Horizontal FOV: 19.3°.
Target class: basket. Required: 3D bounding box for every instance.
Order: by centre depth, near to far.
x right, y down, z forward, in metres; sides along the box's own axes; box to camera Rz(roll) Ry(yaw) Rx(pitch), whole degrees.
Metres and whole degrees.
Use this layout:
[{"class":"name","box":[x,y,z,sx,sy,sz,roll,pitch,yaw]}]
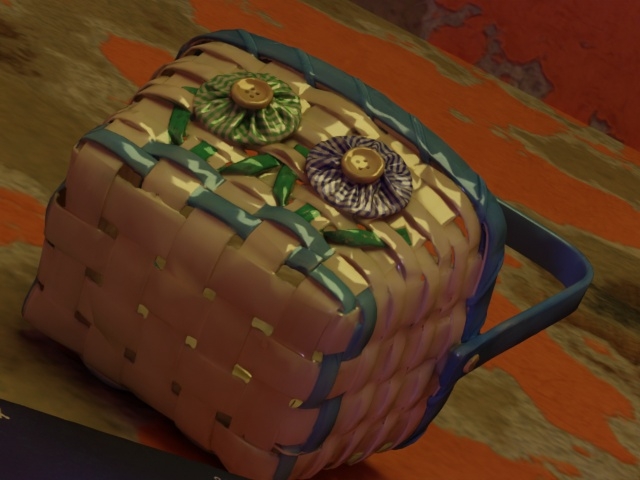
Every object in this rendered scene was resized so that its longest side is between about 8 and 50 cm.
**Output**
[{"class":"basket","box":[0.000,0.000,1.060,0.254,0.201,0.289,32,27,17]}]

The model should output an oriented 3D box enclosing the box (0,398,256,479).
[{"class":"box","box":[-0.114,0.137,0.656,0.207,0.108,0.153,20,18,-22]}]
